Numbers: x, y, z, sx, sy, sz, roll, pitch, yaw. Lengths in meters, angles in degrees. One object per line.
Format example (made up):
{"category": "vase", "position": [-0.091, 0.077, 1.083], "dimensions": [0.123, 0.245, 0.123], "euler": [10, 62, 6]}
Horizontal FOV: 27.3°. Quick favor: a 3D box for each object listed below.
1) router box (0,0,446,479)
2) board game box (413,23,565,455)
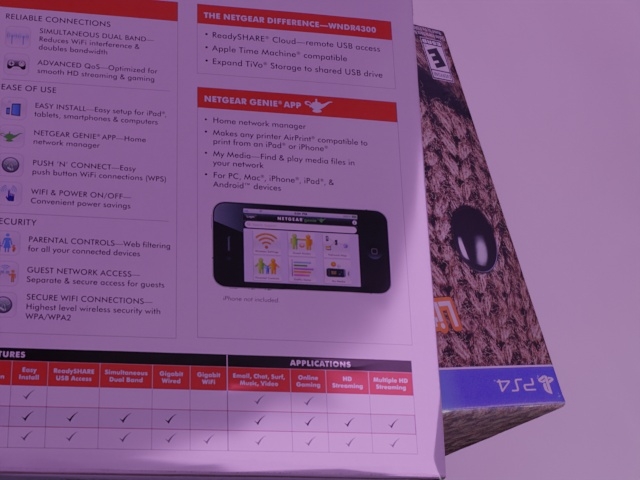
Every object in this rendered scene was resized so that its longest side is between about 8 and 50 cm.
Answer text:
{"category": "router box", "position": [-0.112, -0.016, 0.683], "dimensions": [0.335, 0.082, 0.301], "euler": [4, 67, -12]}
{"category": "board game box", "position": [0.000, 0.000, 0.877], "dimensions": [0.232, 0.141, 0.291], "euler": [3, 64, -44]}
